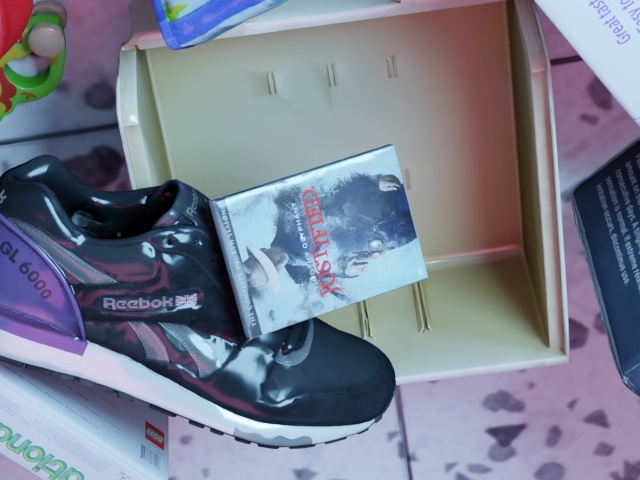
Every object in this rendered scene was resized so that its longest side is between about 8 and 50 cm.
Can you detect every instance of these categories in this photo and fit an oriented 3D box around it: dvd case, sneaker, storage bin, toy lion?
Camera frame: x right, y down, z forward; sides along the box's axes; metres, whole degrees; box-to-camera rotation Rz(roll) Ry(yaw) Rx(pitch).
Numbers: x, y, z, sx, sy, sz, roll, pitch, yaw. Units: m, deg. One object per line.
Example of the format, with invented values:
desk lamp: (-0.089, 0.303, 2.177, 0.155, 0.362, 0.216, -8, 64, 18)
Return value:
dvd case: (0.000, 0.000, 1.132, 0.119, 0.013, 0.087, -17, 100, -17)
sneaker: (-0.073, 0.034, 1.148, 0.283, 0.107, 0.124, 16, 118, -15)
storage bin: (0.018, -0.038, 1.237, 0.262, 0.123, 0.260, -8, 127, 2)
toy lion: (-0.215, -0.111, 1.224, 0.100, 0.034, 0.096, 3, 133, -7)

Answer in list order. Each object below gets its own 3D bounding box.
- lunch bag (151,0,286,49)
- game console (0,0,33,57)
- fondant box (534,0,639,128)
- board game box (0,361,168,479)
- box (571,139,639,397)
lunch bag: (-0.037, -0.180, 1.109, 0.129, 0.151, 0.096, -27, 124, 16)
game console: (-0.375, -0.161, 0.969, 0.386, 0.060, 0.342, -21, 123, 27)
fondant box: (0.284, -0.200, 1.057, 0.330, 0.096, 0.238, -33, 136, 16)
board game box: (-0.224, 0.036, 1.229, 0.053, 0.193, 0.305, -40, 119, 22)
box: (0.416, -0.005, 1.238, 0.395, 0.212, 0.293, -38, 120, 22)
